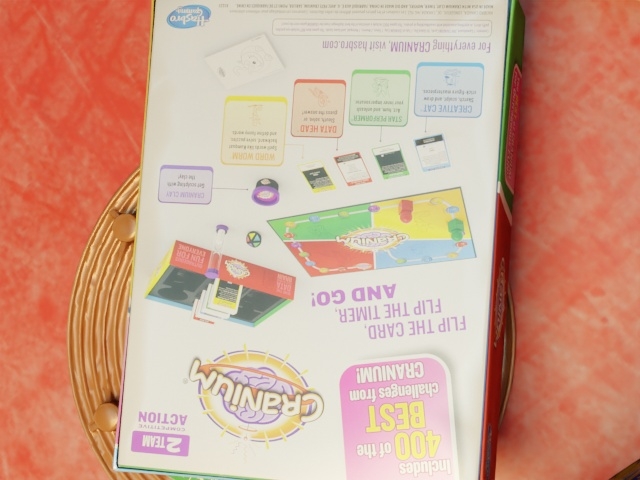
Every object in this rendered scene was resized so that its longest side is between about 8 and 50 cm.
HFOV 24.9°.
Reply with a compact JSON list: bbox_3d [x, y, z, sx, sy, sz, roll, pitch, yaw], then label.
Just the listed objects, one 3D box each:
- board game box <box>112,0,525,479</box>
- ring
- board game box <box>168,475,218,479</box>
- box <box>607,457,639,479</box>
[{"bbox_3d":[0.000,0.000,0.932,0.242,0.064,0.316,4,85,16],"label":"board game box"},{"bbox_3d":[-0.030,0.068,1.025,0.337,0.032,0.336,-1,86,15],"label":"ring"},{"bbox_3d":[-0.020,0.085,0.985,0.160,0.039,0.211,27,93,16],"label":"board game box"},{"bbox_3d":[0.230,0.202,0.814,0.290,0.279,0.177,-37,77,11],"label":"box"}]
